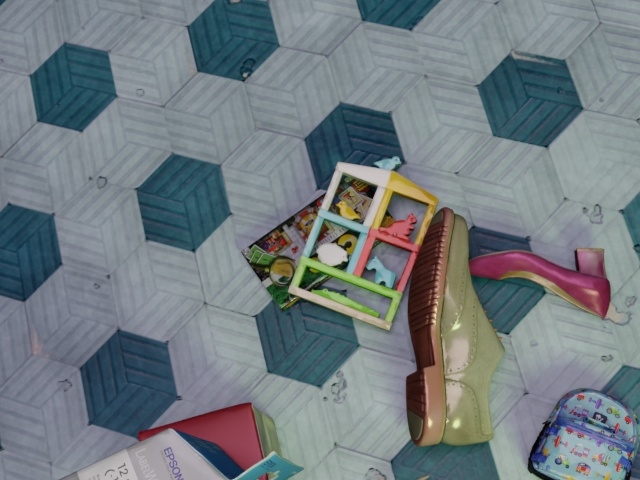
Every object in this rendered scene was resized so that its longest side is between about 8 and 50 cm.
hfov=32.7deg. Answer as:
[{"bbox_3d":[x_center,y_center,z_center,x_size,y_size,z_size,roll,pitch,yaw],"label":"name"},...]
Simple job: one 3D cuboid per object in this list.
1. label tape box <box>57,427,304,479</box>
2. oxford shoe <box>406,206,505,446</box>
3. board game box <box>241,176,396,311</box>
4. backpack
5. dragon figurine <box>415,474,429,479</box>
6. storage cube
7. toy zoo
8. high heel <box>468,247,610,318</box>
[{"bbox_3d":[-0.216,0.350,1.562,0.348,0.249,0.115,-27,73,0],"label":"label tape box"},{"bbox_3d":[0.228,0.144,1.818,0.146,0.140,0.397,6,83,-11],"label":"oxford shoe"},{"bbox_3d":[0.000,0.000,1.954,0.260,0.030,0.136,-36,72,-3],"label":"board game box"},{"bbox_3d":[0.428,0.316,1.726,0.158,0.117,0.173,26,75,16],"label":"backpack"},{"bbox_3d":[0.145,0.528,1.722,0.085,0.144,0.289,-7,52,10],"label":"dragon figurine"},{"bbox_3d":[-0.164,0.386,1.773,0.193,0.183,0.215,-15,70,4],"label":"storage cube"},{"bbox_3d":[0.083,-0.011,1.908,0.192,0.030,0.293,21,83,6],"label":"toy zoo"},{"bbox_3d":[0.364,0.077,1.845,0.244,0.082,0.117,-2,81,5],"label":"high heel"}]
